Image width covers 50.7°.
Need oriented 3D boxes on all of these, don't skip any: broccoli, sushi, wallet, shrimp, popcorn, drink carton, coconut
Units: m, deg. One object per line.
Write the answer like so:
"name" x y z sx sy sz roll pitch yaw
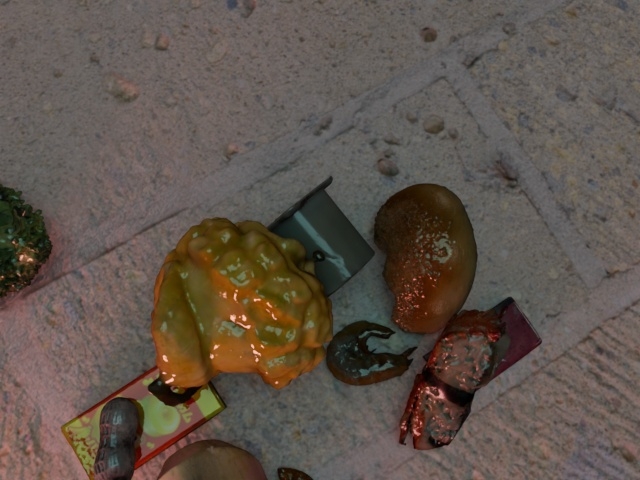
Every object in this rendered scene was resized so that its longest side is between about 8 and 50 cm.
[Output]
"broccoli" -0.673 -0.008 1.281 0.288 0.235 0.260 -25 115 -19
"sushi" 0.258 0.268 1.305 0.129 0.124 0.332 23 109 5
"wallet" 0.341 0.228 1.412 0.232 0.025 0.119 -33 82 -11
"shrimp" 0.104 0.226 1.376 0.187 0.052 0.133 -3 77 -3
"popcorn" -0.158 0.139 1.206 0.349 0.349 0.382 39 64 4
"drink carton" 0.000 0.000 1.352 0.190 0.185 0.191 47 45 1
"coconut" -0.186 0.481 1.212 0.236 0.237 0.197 33 108 3

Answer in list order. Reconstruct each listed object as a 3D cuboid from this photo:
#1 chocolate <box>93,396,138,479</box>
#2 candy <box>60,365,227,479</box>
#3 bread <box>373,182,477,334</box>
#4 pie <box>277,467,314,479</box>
"chocolate" -0.363 0.364 1.202 0.072 0.072 0.167 2 76 -5
"candy" -0.332 0.339 1.292 0.276 0.088 0.146 -34 81 -11
"bread" 0.216 0.030 1.354 0.171 0.192 0.314 6 81 -26
"pie" -0.030 0.532 1.302 0.088 0.033 0.191 -4 72 -14
